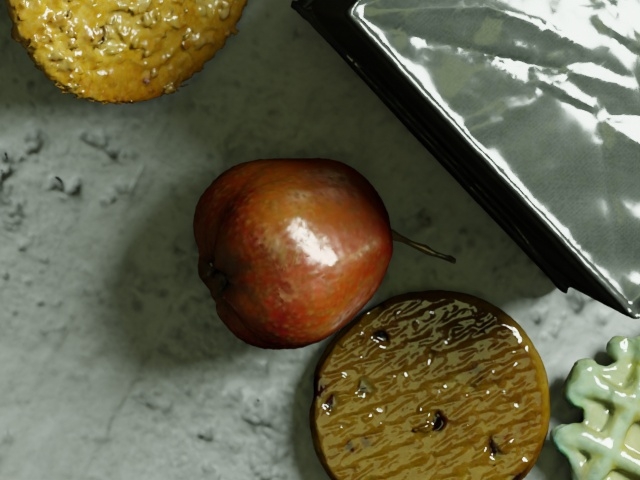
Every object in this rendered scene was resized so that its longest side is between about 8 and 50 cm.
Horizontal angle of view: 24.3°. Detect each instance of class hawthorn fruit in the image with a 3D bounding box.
[{"bbox_3d":[0.000,0.000,1.232,0.203,0.162,0.163,-20,93,-25],"label":"hawthorn fruit"}]

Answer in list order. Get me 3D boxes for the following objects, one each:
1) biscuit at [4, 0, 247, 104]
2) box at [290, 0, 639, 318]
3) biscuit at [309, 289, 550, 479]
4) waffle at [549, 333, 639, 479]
[{"bbox_3d":[-0.141,-0.226,1.180,0.035,0.254,0.254,27,90,41],"label":"biscuit"},{"bbox_3d":[0.191,-0.151,1.178,0.251,0.204,0.345,-46,101,-2],"label":"box"},{"bbox_3d":[0.095,0.144,1.286,0.212,0.036,0.212,0,91,-5],"label":"biscuit"},{"bbox_3d":[0.353,0.204,1.291,0.291,0.056,0.309,-21,92,-2],"label":"waffle"}]
